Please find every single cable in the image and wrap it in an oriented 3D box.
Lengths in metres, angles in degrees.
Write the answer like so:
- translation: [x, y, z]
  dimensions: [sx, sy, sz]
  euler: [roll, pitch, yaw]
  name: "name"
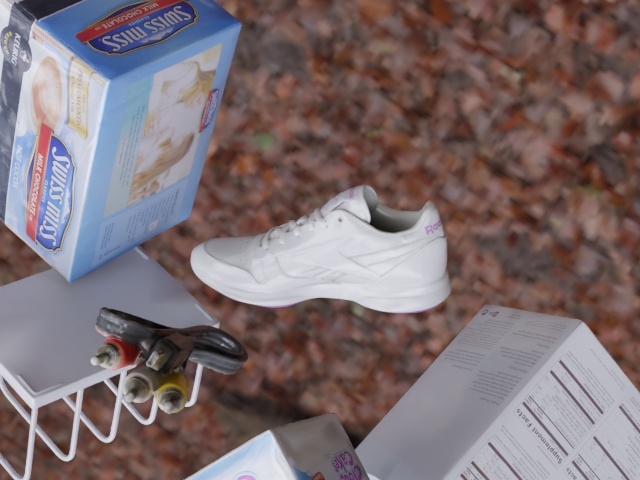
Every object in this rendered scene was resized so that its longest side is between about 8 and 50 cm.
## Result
- translation: [-0.176, 0.130, 1.622]
  dimensions: [0.139, 0.072, 0.287]
  euler: [35, -174, 10]
  name: "cable"

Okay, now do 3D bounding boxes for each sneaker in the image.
- translation: [0.000, 0.000, 1.666]
  dimensions: [0.305, 0.114, 0.152]
  euler: [1, 115, 8]
  name: "sneaker"

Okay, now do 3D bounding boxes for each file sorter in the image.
- translation: [-0.306, 0.155, 1.839]
  dimensions: [0.193, 0.278, 0.173]
  euler: [41, 135, 31]
  name: "file sorter"

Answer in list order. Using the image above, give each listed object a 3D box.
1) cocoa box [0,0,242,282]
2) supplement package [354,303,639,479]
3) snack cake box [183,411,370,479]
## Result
- translation: [-0.283, -0.168, 1.807]
  dimensions: [0.228, 0.231, 0.347]
  euler: [40, 136, 20]
  name: "cocoa box"
- translation: [0.210, 0.238, 1.613]
  dimensions: [0.198, 0.262, 0.199]
  euler: [50, 163, -19]
  name: "supplement package"
- translation: [-0.098, 0.270, 1.376]
  dimensions: [0.089, 0.264, 0.152]
  euler: [62, -159, 13]
  name: "snack cake box"
